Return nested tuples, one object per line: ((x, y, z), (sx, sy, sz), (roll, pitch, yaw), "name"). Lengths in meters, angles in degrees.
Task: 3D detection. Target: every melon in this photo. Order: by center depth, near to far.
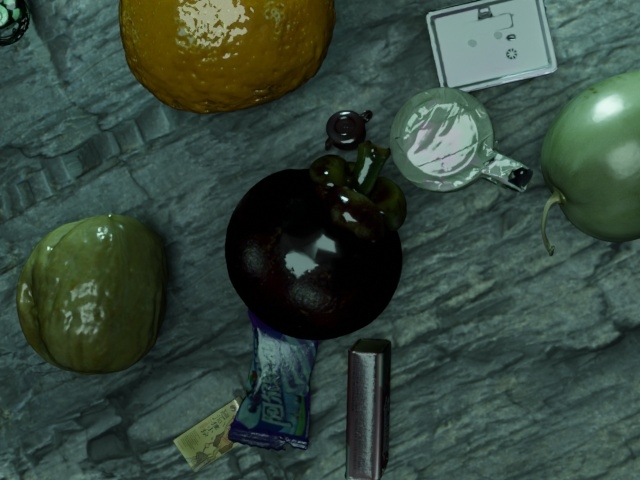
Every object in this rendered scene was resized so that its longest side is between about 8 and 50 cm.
((0.482, -0.133, 1.602), (0.308, 0.272, 0.272), (-19, 93, -23), "melon")

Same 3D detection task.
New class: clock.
((0.279, -0.321, 1.703), (0.192, 0.071, 0.147), (-12, 93, 9), "clock")

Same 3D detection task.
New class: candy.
((-0.073, 0.232, 1.816), (0.145, 0.070, 0.275), (9, 95, -1), "candy")

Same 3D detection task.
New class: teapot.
((0.230, -0.156, 1.680), (0.221, 0.178, 0.163), (1, 90, 11), "teapot")
((0.048, -0.186, 1.767), (0.100, 0.045, 0.068), (-36, 67, -7), "teapot")

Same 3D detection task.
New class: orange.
((-0.150, -0.361, 1.630), (0.340, 0.340, 0.293), (-7, 113, 9), "orange")

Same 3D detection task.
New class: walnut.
((-0.380, 0.091, 1.766), (0.283, 0.227, 0.283), (-1, 92, -28), "walnut")

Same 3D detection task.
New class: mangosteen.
((0.002, 0.014, 1.658), (0.297, 0.313, 0.297), (7, 75, -30), "mangosteen")

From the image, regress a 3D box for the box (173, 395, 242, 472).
((-0.185, 0.347, 1.865), (0.149, 0.020, 0.073), (-35, 89, 10), "box")

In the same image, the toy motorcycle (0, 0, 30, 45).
((-0.658, -0.458, 1.814), (0.331, 0.125, 0.196), (13, 96, 4), "toy motorcycle")

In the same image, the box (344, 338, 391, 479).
((0.082, 0.285, 1.770), (0.069, 0.120, 0.224), (3, 98, 12), "box")
